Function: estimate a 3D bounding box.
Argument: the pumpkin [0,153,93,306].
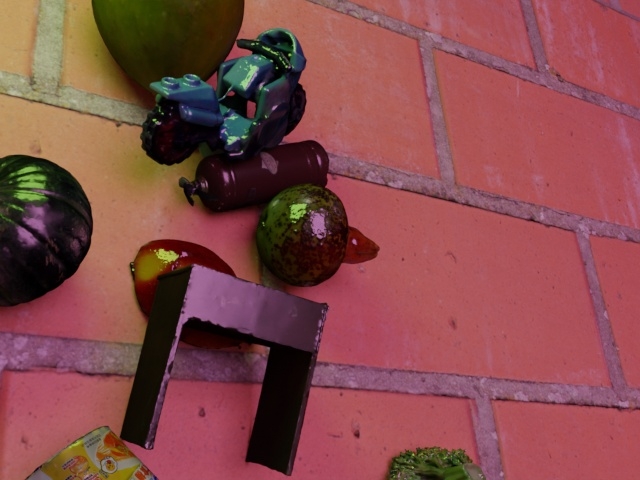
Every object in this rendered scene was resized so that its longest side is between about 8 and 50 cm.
[{"bbox_3d":[-0.478,-0.009,1.166,0.250,0.216,0.250,0,50,0],"label":"pumpkin"}]

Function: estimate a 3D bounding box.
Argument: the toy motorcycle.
[{"bbox_3d":[-0.162,-0.279,1.402,0.172,0.232,0.416,35,36,29],"label":"toy motorcycle"}]

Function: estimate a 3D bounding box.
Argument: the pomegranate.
[{"bbox_3d":[0.000,0.000,1.453,0.248,0.214,0.214,15,58,-13],"label":"pomegranate"}]

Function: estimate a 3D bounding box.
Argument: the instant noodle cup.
[{"bbox_3d":[-0.331,0.376,1.071,0.205,0.205,0.153,-31,75,-40],"label":"instant noodle cup"}]

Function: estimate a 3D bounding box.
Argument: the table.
[{"bbox_3d":[-0.161,0.213,1.222,0.251,0.196,0.282,18,74,-25],"label":"table"}]

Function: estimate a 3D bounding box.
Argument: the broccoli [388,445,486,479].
[{"bbox_3d":[0.241,0.466,1.389,0.220,0.194,0.194,20,57,-17],"label":"broccoli"}]

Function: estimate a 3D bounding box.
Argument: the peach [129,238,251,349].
[{"bbox_3d":[-0.216,0.099,1.359,0.279,0.068,0.189,33,55,-15],"label":"peach"}]

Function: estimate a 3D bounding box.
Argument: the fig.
[{"bbox_3d":[-0.293,-0.428,1.450,0.316,0.316,0.316,15,59,-27],"label":"fig"}]

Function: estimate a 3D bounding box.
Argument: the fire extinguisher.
[{"bbox_3d":[-0.136,-0.123,1.484,0.337,0.135,0.114,-14,118,-36],"label":"fire extinguisher"}]

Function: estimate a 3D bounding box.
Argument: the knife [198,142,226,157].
[{"bbox_3d":[-0.234,-0.196,1.524,0.260,0.034,0.063,10,65,-33],"label":"knife"}]
